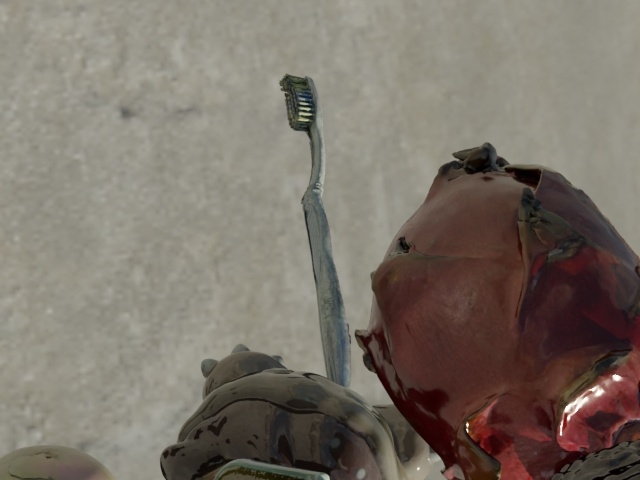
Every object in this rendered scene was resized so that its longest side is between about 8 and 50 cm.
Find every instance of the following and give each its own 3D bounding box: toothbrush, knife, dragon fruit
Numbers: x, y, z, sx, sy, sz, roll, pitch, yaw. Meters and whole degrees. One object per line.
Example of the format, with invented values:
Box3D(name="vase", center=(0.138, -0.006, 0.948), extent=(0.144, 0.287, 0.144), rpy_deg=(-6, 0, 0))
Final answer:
Box3D(name="toothbrush", center=(0.000, 0.000, 1.602), extent=(0.042, 0.035, 0.413), rpy_deg=(5, 60, -25))
Box3D(name="knife", center=(-0.011, 0.195, 1.088), extent=(0.027, 0.343, 0.061), rpy_deg=(3, 86, -28))
Box3D(name="dragon fruit", center=(0.147, 0.069, 1.133), extent=(0.250, 0.250, 0.315), rpy_deg=(16, 49, -62))

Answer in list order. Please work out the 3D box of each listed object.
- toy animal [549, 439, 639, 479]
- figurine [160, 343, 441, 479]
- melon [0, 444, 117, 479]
Box3D(name="toy animal", center=(0.136, 0.148, 0.774), extent=(0.218, 0.179, 0.116), rpy_deg=(89, 2, -75))
Box3D(name="figurine", center=(-0.054, 0.272, 1.351), extent=(0.203, 0.248, 0.380), rpy_deg=(84, 27, -51))
Box3D(name="melon", center=(-0.306, 0.389, 1.716), extent=(0.223, 0.223, 0.317), rpy_deg=(-24, 118, -63))
